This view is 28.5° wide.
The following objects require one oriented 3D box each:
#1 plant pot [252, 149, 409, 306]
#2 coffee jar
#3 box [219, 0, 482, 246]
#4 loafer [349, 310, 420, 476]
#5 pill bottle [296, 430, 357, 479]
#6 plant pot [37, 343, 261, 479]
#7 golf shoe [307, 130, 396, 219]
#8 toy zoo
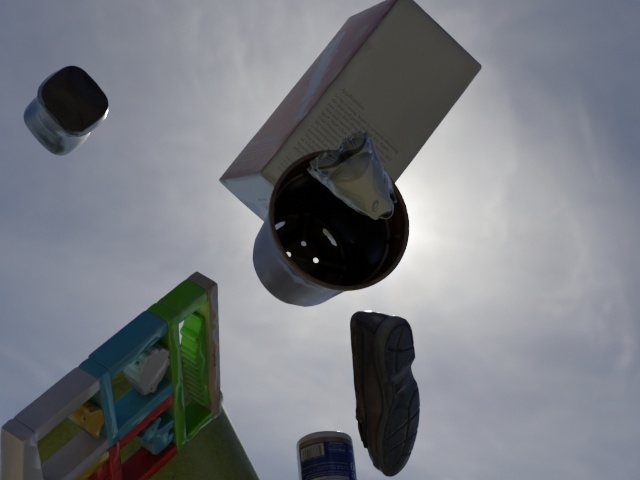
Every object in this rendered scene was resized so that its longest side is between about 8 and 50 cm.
[{"bbox_3d":[0.000,0.000,1.489,0.167,0.167,0.165,22,-23,-9],"label":"plant pot"},{"bbox_3d":[-0.361,-0.184,1.789,0.096,0.079,0.184,49,-20,-9],"label":"coffee jar"},{"bbox_3d":[0.041,-0.170,1.869,0.168,0.345,0.215,41,-14,-15],"label":"box"},{"bbox_3d":[0.101,0.249,2.095,0.095,0.109,0.302,20,-55,37],"label":"loafer"},{"bbox_3d":[0.010,0.282,1.428,0.067,0.120,0.067,-5,-30,-3],"label":"pill bottle"},{"bbox_3d":[-0.170,0.299,1.412,0.254,0.276,0.276,53,-24,19],"label":"plant pot"},{"bbox_3d":[0.035,-0.054,1.187,0.069,0.176,0.086,-34,-86,7],"label":"golf shoe"},{"bbox_3d":[-0.198,0.179,1.165,0.030,0.293,0.192,28,-42,26],"label":"toy zoo"}]
